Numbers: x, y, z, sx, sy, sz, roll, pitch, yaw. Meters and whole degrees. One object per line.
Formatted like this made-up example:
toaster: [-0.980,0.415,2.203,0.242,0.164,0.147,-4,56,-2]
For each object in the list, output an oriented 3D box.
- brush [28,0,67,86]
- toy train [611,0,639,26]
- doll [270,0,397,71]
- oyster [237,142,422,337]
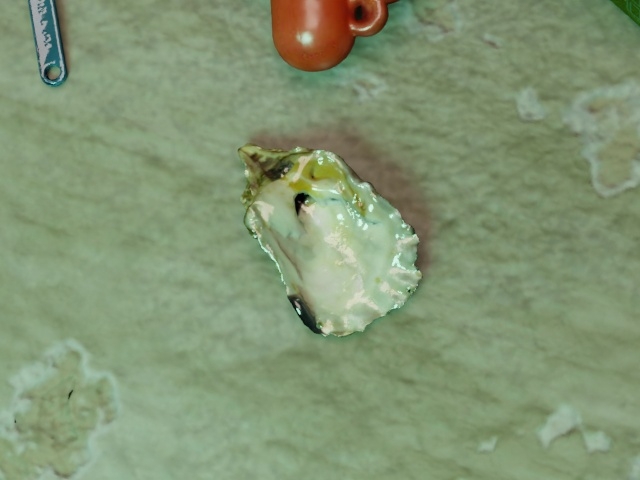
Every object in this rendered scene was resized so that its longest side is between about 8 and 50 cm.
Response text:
brush: [-0.204,-0.190,1.319,0.051,0.014,0.164,-11,81,4]
toy train: [0.181,-0.251,1.261,0.090,0.137,0.225,-41,70,-5]
doll: [0.013,-0.263,1.278,0.161,0.130,0.290,-6,82,15]
oyster: [0.000,0.000,1.238,0.146,0.045,0.121,15,71,1]
